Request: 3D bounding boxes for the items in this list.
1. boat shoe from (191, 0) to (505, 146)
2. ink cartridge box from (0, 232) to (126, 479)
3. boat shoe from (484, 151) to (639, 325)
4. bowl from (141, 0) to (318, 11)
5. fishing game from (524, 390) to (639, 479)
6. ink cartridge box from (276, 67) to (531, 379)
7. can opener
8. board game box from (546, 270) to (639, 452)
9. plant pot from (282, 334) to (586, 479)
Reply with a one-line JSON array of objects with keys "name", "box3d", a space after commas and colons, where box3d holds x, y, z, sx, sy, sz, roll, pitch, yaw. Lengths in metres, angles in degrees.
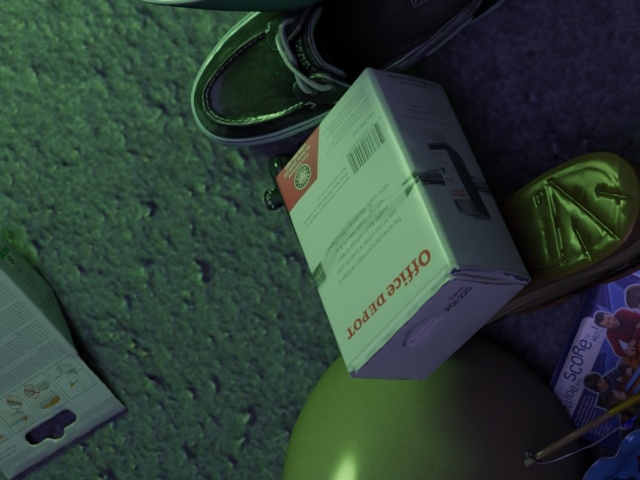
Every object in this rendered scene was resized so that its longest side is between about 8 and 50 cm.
[{"name": "boat shoe", "box3d": [0.009, -0.181, 1.382, 0.335, 0.119, 0.121, -29, 93, 24]}, {"name": "ink cartridge box", "box3d": [-0.331, 0.122, 1.639, 0.181, 0.056, 0.224, -32, 110, 24]}, {"name": "boat shoe", "box3d": [0.177, 0.014, 1.364, 0.342, 0.123, 0.123, -25, 65, 45]}, {"name": "bowl", "box3d": [-0.047, -0.317, 1.309, 0.311, 0.163, 0.311, -9, 72, 30]}, {"name": "fishing game", "box3d": [0.316, 0.225, 1.356, 0.189, 0.041, 0.264, -31, 123, 24]}, {"name": "ink cartridge box", "box3d": [0.065, -0.011, 1.332, 0.158, 0.092, 0.218, -48, 48, 38]}, {"name": "can opener", "box3d": [0.000, 0.000, 1.466, 0.073, 0.059, 0.186, -16, 98, 23]}, {"name": "board game box", "box3d": [0.290, 0.094, 1.396, 0.136, 0.035, 0.201, 24, 111, 13]}, {"name": "plant pot", "box3d": [0.077, 0.241, 1.409, 0.284, 0.191, 0.284, 9, 112, 24]}]
